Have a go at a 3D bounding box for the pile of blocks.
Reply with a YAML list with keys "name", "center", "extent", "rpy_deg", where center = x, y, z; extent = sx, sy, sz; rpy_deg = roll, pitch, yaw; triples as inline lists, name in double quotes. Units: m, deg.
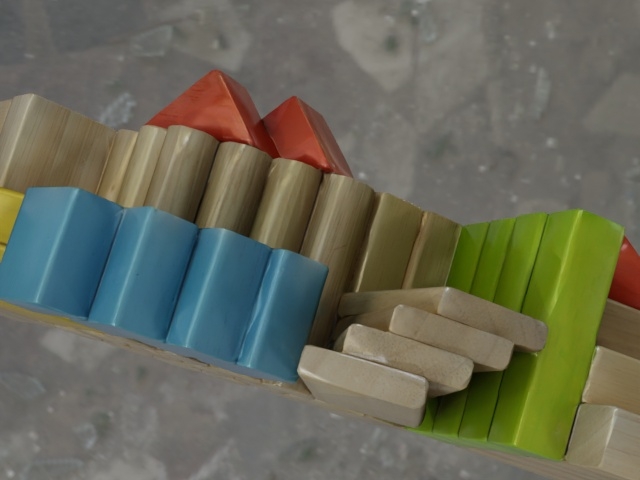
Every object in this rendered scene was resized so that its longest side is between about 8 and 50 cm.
- name: "pile of blocks"
  center: [0.000, 0.000, 0.502]
  extent: [0.362, 0.149, 0.113]
  rpy_deg: [16, 80, 4]
